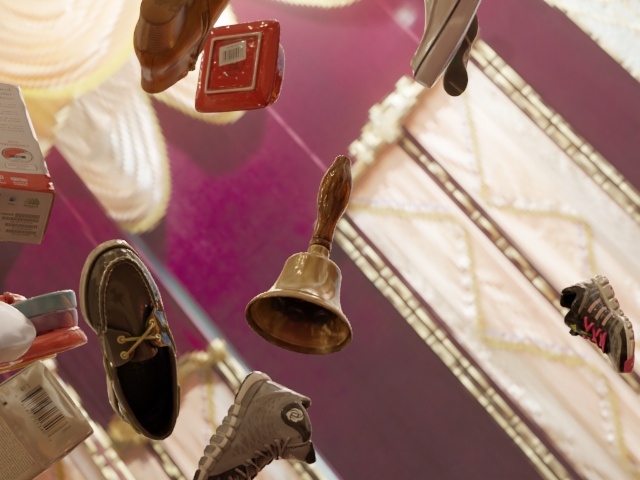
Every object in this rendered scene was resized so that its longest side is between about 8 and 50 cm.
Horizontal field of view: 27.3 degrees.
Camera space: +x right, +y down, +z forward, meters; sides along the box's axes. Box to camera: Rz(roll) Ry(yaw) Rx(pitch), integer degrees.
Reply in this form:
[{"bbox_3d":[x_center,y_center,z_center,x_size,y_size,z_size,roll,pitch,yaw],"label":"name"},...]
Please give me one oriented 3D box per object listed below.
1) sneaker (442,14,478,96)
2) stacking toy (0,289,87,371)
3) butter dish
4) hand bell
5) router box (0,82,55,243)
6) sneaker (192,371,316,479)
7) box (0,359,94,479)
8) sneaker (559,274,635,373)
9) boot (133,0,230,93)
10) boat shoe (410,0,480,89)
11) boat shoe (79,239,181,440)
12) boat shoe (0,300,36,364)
[{"bbox_3d":[0.228,-0.320,2.214,0.061,0.053,0.152,-107,26,-77],"label":"sneaker"},{"bbox_3d":[-0.547,0.152,2.150,0.279,0.130,0.309,-14,-5,-34],"label":"stacking toy"},{"bbox_3d":[-0.118,-0.281,2.243,0.118,0.160,0.160,25,-112,-55],"label":"butter dish"},{"bbox_3d":[0.000,0.000,1.557,0.126,0.126,0.242,100,-176,-57],"label":"hand bell"},{"bbox_3d":[-0.541,-0.123,1.708,0.335,0.301,0.082,5,-59,-27],"label":"router box"},{"bbox_3d":[-0.077,0.284,1.721,0.086,0.132,0.229,89,-156,-58],"label":"sneaker"},{"bbox_3d":[-0.393,0.256,1.540,0.275,0.113,0.094,-35,1,38],"label":"box"},{"bbox_3d":[0.358,0.113,1.718,0.074,0.170,0.063,-9,-49,-5],"label":"sneaker"},{"bbox_3d":[-0.161,-0.349,1.825,0.295,0.104,0.211,-52,-6,-19],"label":"boot"},{"bbox_3d":[0.150,-0.302,1.513,0.095,0.084,0.258,82,-147,-84],"label":"boat shoe"},{"bbox_3d":[-0.249,0.139,1.782,0.109,0.091,0.305,-23,-52,-24],"label":"boat shoe"},{"bbox_3d":[-0.568,0.182,1.869,0.156,0.136,0.367,-56,-20,23],"label":"boat shoe"}]
